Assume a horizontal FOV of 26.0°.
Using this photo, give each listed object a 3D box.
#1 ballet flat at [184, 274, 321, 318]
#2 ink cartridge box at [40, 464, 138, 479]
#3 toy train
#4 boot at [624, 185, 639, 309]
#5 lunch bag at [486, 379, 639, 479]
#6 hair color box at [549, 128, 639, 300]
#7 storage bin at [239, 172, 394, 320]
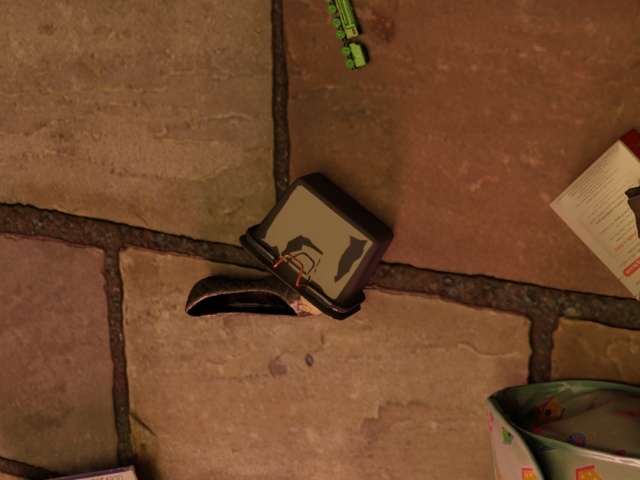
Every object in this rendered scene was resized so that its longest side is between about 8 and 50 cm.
[{"bbox_3d":[-0.064,0.066,1.447,0.173,0.049,0.057,-1,135,33],"label":"ballet flat"},{"bbox_3d":[-0.261,0.379,1.678,0.223,0.045,0.224,-13,100,32],"label":"ink cartridge box"},{"bbox_3d":[0.026,-0.204,1.326,0.024,0.017,0.083,-14,100,22],"label":"toy train"},{"bbox_3d":[0.353,0.018,1.097,0.246,0.083,0.161,1,100,41],"label":"boot"},{"bbox_3d":[0.270,0.254,1.273,0.262,0.160,0.223,5,113,40],"label":"lunch bag"},{"bbox_3d":[0.296,-0.005,1.224,0.167,0.053,0.093,49,121,7],"label":"hair color box"},{"bbox_3d":[0.000,0.000,1.374,0.135,0.098,0.091,38,111,12],"label":"storage bin"}]
